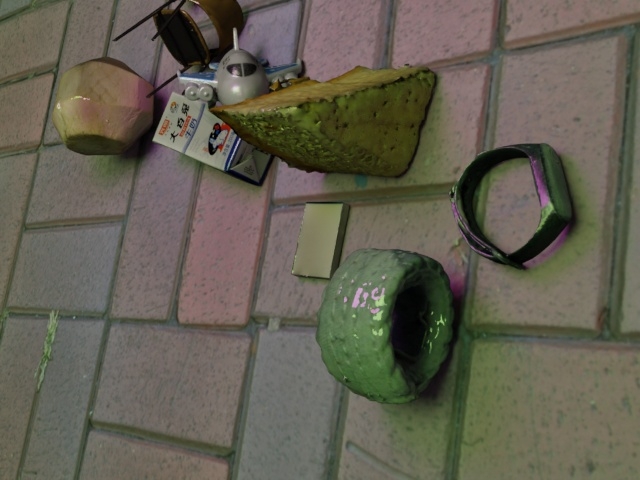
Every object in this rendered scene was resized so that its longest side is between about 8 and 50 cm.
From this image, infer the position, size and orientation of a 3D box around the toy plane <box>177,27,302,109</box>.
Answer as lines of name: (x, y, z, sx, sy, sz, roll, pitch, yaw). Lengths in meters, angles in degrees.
toy plane: (-0.169, -0.351, 1.812, 0.267, 0.266, 0.123, 35, 139, 43)

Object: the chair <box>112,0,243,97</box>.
chair: (-0.311, -0.462, 1.962, 0.172, 0.159, 0.247, 6, 46, 38)

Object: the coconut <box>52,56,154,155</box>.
coconut: (-0.533, -0.334, 2.102, 0.259, 0.259, 0.259, -15, 66, 38)

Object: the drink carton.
drink carton: (-0.235, -0.228, 1.891, 0.315, 0.106, 0.131, 24, 90, 45)

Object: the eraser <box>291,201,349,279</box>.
eraser: (0.000, 0.000, 1.656, 0.103, 0.023, 0.151, 3, 78, 43)

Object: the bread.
bread: (0.015, -0.265, 1.551, 0.248, 0.315, 0.279, 15, 76, 42)

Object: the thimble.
thimble: (0.101, 0.137, 1.393, 0.171, 0.204, 0.250, 3, 83, 43)

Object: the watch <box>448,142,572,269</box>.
watch: (0.303, -0.054, 1.376, 0.193, 0.068, 0.206, -29, 55, 36)
